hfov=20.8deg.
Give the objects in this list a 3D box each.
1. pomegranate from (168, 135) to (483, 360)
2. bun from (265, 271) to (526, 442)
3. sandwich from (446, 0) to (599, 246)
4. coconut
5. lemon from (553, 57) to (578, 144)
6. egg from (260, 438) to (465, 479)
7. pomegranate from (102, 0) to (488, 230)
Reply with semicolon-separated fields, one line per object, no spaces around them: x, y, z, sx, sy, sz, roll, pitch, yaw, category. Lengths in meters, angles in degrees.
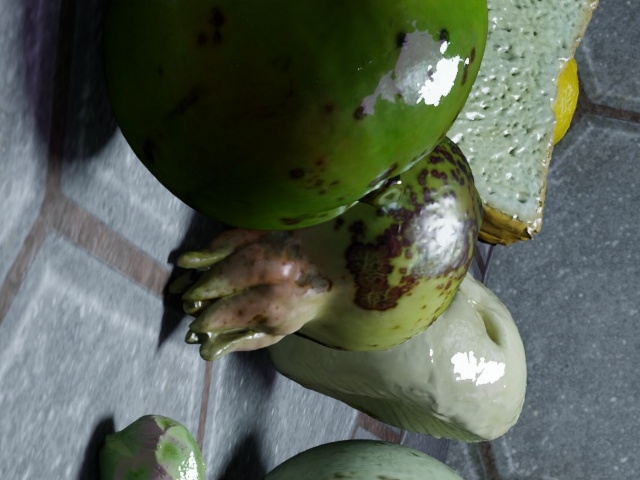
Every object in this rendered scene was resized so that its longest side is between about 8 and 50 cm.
0.013;0.010;1.384;0.222;0.204;0.276;107;7;-45;pomegranate
0.071;0.082;1.607;0.259;0.259;0.160;56;53;-74;bun
0.121;-0.164;1.663;0.095;0.249;0.273;-18;-127;65;sandwich
-0.120;0.162;1.227;0.082;0.081;0.083;-45;-159;26;coconut
0.230;-0.195;2.229;0.260;0.204;0.204;17;85;-78;lemon
0.046;0.336;1.670;0.379;0.287;0.287;77;28;-70;egg
-0.031;-0.156;1.053;0.236;0.236;0.302;-3;75;-78;pomegranate
